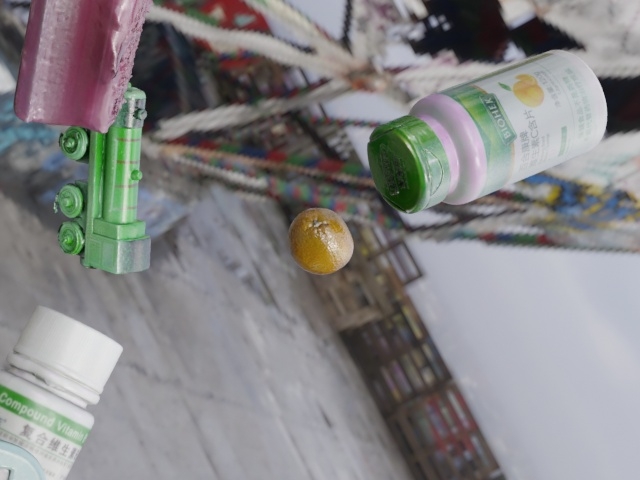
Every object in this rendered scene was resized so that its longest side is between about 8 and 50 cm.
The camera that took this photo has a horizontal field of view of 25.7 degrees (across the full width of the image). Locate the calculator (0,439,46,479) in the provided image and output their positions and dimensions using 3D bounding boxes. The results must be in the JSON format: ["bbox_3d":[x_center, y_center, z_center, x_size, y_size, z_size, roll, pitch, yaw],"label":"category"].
[{"bbox_3d":[-0.383,0.285,1.429,0.295,0.184,0.042,14,0,-25],"label":"calculator"}]

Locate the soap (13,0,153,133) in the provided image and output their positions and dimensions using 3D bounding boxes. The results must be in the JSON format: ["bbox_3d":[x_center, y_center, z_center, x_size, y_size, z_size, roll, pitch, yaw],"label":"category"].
[{"bbox_3d":[-0.241,-0.295,1.528,0.220,0.127,0.324,-92,-161,-63],"label":"soap"}]

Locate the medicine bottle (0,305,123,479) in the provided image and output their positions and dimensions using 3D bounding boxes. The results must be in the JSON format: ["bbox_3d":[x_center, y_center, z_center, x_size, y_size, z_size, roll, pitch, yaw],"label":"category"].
[{"bbox_3d":[-0.334,0.205,1.634,0.139,0.236,0.139,26,-13,6],"label":"medicine bottle"}]

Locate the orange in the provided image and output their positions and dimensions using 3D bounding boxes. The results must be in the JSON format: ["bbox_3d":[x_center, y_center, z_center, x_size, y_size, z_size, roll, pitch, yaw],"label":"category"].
[{"bbox_3d":[0.000,0.000,1.608,0.085,0.085,0.085,61,4,-8],"label":"orange"}]

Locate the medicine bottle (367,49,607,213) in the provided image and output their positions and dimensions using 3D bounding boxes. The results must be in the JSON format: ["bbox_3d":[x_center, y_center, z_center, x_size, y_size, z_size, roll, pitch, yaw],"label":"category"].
[{"bbox_3d":[0.190,-0.123,1.619,0.133,0.274,0.133,41,-37,41],"label":"medicine bottle"}]

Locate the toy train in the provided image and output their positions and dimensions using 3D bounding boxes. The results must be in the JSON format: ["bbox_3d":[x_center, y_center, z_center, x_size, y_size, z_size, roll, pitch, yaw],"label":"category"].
[{"bbox_3d":[-0.264,-0.081,1.744,0.085,0.119,0.251,-11,111,-50],"label":"toy train"}]
